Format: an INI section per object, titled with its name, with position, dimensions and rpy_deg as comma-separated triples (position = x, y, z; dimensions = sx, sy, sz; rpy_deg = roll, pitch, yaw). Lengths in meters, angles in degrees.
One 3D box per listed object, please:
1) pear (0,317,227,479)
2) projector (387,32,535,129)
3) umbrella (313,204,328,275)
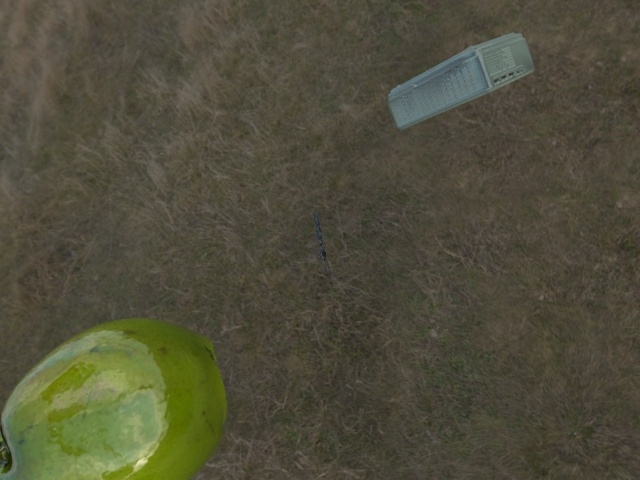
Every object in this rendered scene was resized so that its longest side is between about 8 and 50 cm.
[pear]
position = -0.206, 0.174, 0.412
dimensions = 0.187, 0.219, 0.188
rpy_deg = 12, 104, 58
[projector]
position = 0.296, -0.346, 0.907
dimensions = 0.192, 0.099, 0.256
rpy_deg = -28, 11, -30
[umbrella]
position = -0.001, 0.000, 0.858
dimensions = 0.022, 0.022, 0.149
rpy_deg = -11, 92, -12
